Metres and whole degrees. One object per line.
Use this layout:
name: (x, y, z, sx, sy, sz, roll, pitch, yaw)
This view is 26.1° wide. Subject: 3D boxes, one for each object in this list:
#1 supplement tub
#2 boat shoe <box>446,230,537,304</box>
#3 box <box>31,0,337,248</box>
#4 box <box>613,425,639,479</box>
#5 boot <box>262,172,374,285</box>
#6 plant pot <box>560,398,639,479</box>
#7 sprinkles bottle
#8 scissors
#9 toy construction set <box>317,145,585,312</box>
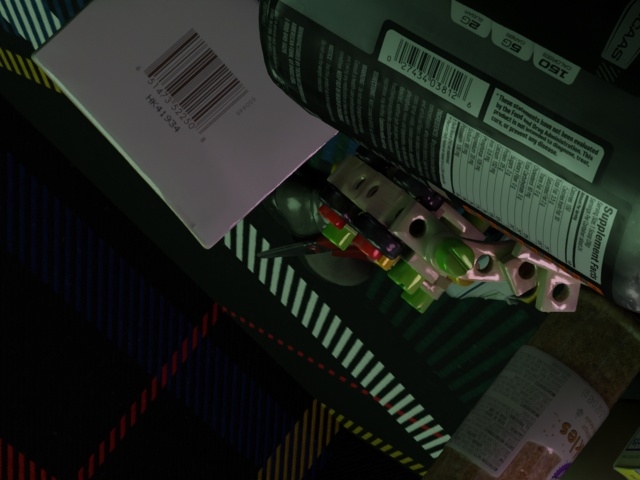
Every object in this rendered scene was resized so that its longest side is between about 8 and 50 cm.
supplement tub: (0.149, -0.096, 0.775, 0.338, 0.207, 0.207, 33, 167, 23)
boat shoe: (0.192, 0.037, 1.462, 0.076, 0.083, 0.226, 40, 168, 0)
box: (-0.119, -0.148, 1.266, 0.215, 0.168, 0.345, 48, -179, -10)
box: (0.352, 0.114, 0.873, 0.213, 0.243, 0.117, 39, 169, 0)
boot: (0.036, 0.001, 1.838, 0.161, 0.083, 0.246, 19, 160, 44)
plant pot: (0.385, 0.325, 1.488, 0.256, 0.256, 0.274, 42, 173, -18)
sprinkles bottle: (0.200, 0.212, 1.429, 0.121, 0.355, 0.121, 37, 168, 9)
scissors: (0.000, 0.000, 1.783, 0.297, 0.021, 0.109, 5, 152, 42)
toy construction set: (0.115, -0.001, 1.265, 0.215, 0.151, 0.328, 40, 167, -24)
